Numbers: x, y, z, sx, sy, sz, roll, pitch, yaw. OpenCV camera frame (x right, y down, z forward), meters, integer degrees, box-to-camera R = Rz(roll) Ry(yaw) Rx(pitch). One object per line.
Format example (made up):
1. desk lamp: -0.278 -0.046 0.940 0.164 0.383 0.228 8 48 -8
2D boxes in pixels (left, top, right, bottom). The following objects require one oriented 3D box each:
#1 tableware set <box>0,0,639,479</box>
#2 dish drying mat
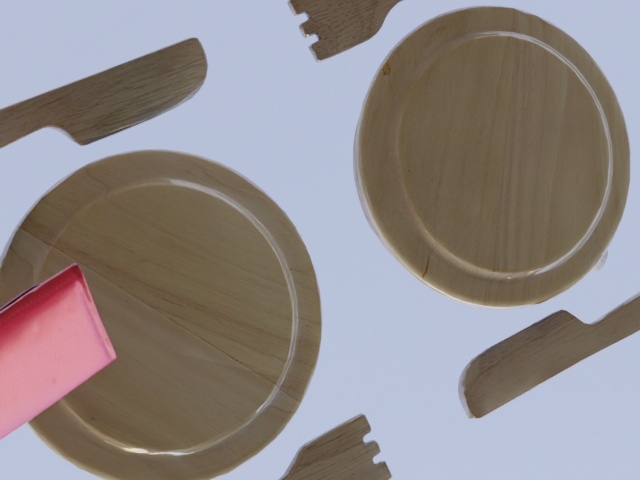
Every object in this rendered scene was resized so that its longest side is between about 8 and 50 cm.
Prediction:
1. tableware set: 0.000 0.000 0.430 0.194 0.039 0.128 -25 -86 -21
2. dish drying mat: -0.081 0.037 0.324 0.083 0.032 0.008 -36 -131 -20
